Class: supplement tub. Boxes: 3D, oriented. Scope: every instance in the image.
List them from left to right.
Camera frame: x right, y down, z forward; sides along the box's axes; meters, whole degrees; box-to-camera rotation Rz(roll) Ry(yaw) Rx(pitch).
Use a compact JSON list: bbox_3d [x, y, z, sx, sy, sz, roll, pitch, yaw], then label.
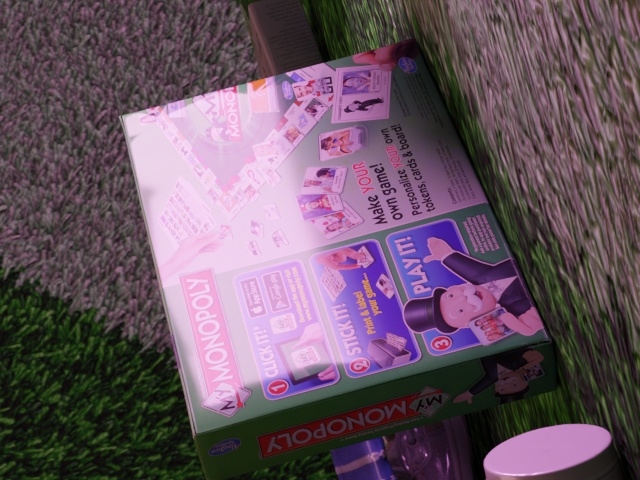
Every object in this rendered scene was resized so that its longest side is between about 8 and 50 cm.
[{"bbox_3d":[0.129,0.156,0.989,0.071,0.071,0.107,-119,15,-78],"label":"supplement tub"}]

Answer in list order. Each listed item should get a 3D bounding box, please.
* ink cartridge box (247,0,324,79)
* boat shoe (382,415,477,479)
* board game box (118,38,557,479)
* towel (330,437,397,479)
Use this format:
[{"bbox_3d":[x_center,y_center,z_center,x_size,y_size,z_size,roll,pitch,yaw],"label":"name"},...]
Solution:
[{"bbox_3d":[0.008,-0.057,2.159,0.324,0.071,0.330,81,170,-60],"label":"ink cartridge box"},{"bbox_3d":[0.074,0.168,1.730,0.118,0.103,0.320,79,175,-56],"label":"boat shoe"},{"bbox_3d":[0.000,0.000,1.213,0.317,0.213,0.046,-108,4,-49],"label":"board game box"},{"bbox_3d":[0.011,0.086,1.571,0.243,0.040,0.336,115,137,-79],"label":"towel"}]
